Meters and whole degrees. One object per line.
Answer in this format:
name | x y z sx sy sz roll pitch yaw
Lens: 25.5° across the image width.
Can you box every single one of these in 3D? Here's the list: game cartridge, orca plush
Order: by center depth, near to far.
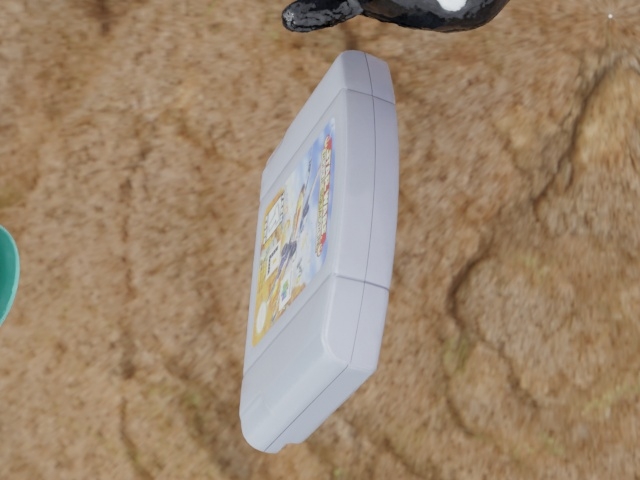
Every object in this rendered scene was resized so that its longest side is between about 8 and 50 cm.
orca plush | -0.008 -0.206 1.019 0.287 0.151 0.102 28 79 -6
game cartridge | 0.000 0.000 1.140 0.062 0.297 0.198 13 145 -14

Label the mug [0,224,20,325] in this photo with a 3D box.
mug | -0.351 0.018 1.292 0.097 0.129 0.158 17 91 28
